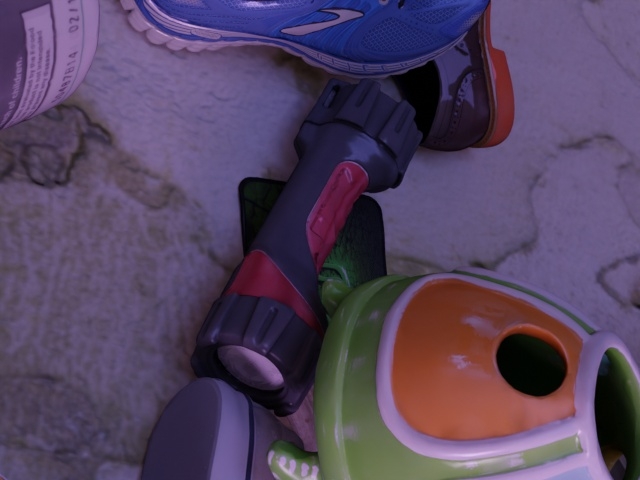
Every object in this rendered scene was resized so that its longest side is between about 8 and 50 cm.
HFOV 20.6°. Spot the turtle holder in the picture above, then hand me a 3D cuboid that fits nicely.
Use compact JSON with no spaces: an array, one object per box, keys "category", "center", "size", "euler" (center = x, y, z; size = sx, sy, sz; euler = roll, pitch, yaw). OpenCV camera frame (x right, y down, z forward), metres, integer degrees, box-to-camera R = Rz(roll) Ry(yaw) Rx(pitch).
[{"category":"turtle holder","center":[0.129,0.168,1.322],"size":[0.243,0.227,0.320],"euler":[-52,129,-53]}]

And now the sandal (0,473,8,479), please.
[{"category":"sandal","center":[-0.308,0.158,1.167],"size":[0.265,0.076,0.102],"euler":[12,67,-34]}]

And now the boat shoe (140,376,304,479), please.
[{"category":"boat shoe","center":[-0.066,0.291,1.283],"size":[0.156,0.136,0.367],"euler":[30,48,-30]}]

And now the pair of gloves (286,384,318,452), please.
[{"category":"pair of gloves","center":[0.082,0.174,1.481],"size":[0.240,0.042,0.204],"euler":[-13,84,-40]}]

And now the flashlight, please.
[{"category":"flashlight","center":[0.000,0.000,1.441],"size":[0.304,0.103,0.103],"euler":[-60,139,-37]}]

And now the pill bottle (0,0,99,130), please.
[{"category":"pill bottle","center":[-0.340,-0.126,1.161],"size":[0.361,0.204,0.204],"euler":[-31,93,-41]}]

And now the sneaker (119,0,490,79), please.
[{"category":"sneaker","center":[0.006,-0.217,1.469],"size":[0.330,0.147,0.130],"euler":[-2,76,-27]}]

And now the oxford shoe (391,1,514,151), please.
[{"category":"oxford shoe","center":[0.097,-0.213,1.606],"size":[0.098,0.097,0.271],"euler":[-11,81,-34]}]

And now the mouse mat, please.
[{"category":"mouse mat","center":[-0.001,0.043,1.493],"size":[0.152,0.007,0.190],"euler":[8,70,-36]}]

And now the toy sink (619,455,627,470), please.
[{"category":"toy sink","center":[0.365,0.187,1.623],"size":[0.152,0.234,0.131],"euler":[9,39,-34]}]
